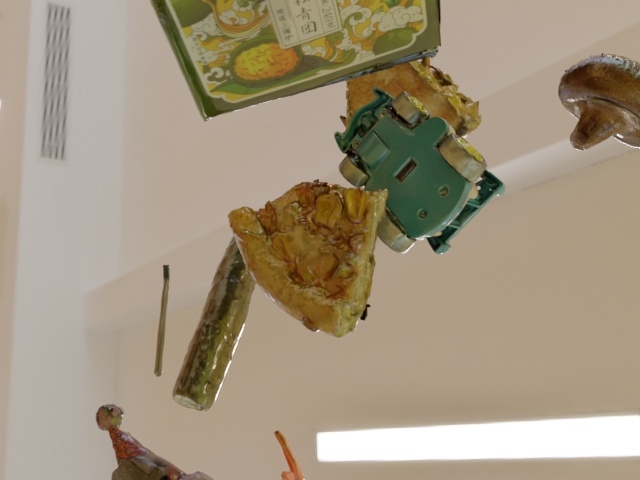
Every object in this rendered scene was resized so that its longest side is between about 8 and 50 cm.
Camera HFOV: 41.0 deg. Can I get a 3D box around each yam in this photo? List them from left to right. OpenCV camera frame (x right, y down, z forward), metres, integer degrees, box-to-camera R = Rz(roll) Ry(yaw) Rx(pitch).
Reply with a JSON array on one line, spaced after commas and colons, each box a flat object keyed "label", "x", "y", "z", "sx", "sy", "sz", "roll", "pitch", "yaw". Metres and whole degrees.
[{"label": "yam", "x": -0.146, "y": 0.112, "z": 1.281, "sx": 0.067, "sy": 0.071, "sz": 0.317, "roll": 114, "pitch": -5, "yaw": -52}]

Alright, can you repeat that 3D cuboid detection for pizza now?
[{"label": "pizza", "x": 0.000, "y": 0.000, "z": 0.820, "sx": 0.161, "sy": 0.062, "sz": 0.182, "roll": -38, "pitch": -122, "yaw": 14}, {"label": "pizza", "x": 0.102, "y": -0.246, "z": 1.432, "sx": 0.287, "sy": 0.074, "sz": 0.251, "roll": 48, "pitch": -43, "yaw": -5}]

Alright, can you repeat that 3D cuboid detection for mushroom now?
[{"label": "mushroom", "x": 0.307, "y": -0.143, "z": 0.885, "sx": 0.126, "sy": 0.085, "sz": 0.109, "roll": 33, "pitch": -39, "yaw": 11}]

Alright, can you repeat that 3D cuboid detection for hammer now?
[{"label": "hammer", "x": -0.255, "y": 0.129, "z": 1.377, "sx": 0.062, "sy": 0.013, "sz": 0.199, "roll": 100, "pitch": -10, "yaw": -47}]

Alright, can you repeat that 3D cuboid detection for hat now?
[{"label": "hat", "x": -0.226, "y": 0.304, "z": 1.123, "sx": 0.227, "sy": 0.129, "sz": 0.140, "roll": 48, "pitch": -29, "yaw": 16}]

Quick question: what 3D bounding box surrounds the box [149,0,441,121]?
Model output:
[{"label": "box", "x": -0.042, "y": -0.375, "z": 1.111, "sx": 0.420, "sy": 0.373, "sz": 0.138, "roll": 73, "pitch": 1, "yaw": -57}]

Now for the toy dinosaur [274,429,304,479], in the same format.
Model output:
[{"label": "toy dinosaur", "x": -0.023, "y": 0.337, "z": 0.971, "sx": 0.279, "sy": 0.055, "sz": 0.101, "roll": -95, "pitch": -176, "yaw": -48}]

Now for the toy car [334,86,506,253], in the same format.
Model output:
[{"label": "toy car", "x": 0.095, "y": -0.070, "z": 0.867, "sx": 0.126, "sy": 0.098, "sz": 0.161, "roll": -49, "pitch": -123, "yaw": 19}]
